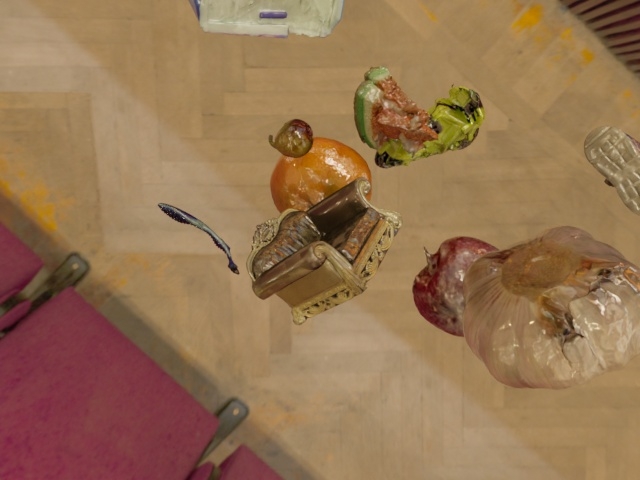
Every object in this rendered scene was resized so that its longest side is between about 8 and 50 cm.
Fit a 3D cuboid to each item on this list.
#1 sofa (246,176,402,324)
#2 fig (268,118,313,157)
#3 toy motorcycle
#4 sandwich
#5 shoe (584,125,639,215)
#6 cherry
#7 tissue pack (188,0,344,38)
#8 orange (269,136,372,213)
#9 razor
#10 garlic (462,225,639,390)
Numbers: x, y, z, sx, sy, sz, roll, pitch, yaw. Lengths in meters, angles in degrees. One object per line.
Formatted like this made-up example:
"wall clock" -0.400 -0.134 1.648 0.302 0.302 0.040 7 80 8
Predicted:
"sofa" 0.000 0.000 1.257 0.182 0.258 0.200 48 135 -13
"fig" -0.063 -0.206 1.401 0.098 0.082 0.084 -23 65 23
"toy motorcycle" 0.285 -0.280 1.689 0.342 0.142 0.206 -17 137 -26
"sandwich" 0.157 -0.269 1.470 0.109 0.184 0.160 -45 54 -15
"shoe" 0.615 -0.135 1.340 0.099 0.125 0.227 -44 83 21
"cherry" 0.339 0.113 1.514 0.300 0.203 0.230 33 122 -1
"tissue pack" -0.070 -0.332 0.623 0.146 0.263 0.198 -6 133 -21
"orange" -0.001 -0.118 1.539 0.240 0.171 0.240 8 137 8
"razor" -0.174 -0.009 1.000 0.154 0.044 0.028 43 86 -14
"garlic" 0.380 0.112 1.117 0.322 0.322 0.240 -6 105 6
